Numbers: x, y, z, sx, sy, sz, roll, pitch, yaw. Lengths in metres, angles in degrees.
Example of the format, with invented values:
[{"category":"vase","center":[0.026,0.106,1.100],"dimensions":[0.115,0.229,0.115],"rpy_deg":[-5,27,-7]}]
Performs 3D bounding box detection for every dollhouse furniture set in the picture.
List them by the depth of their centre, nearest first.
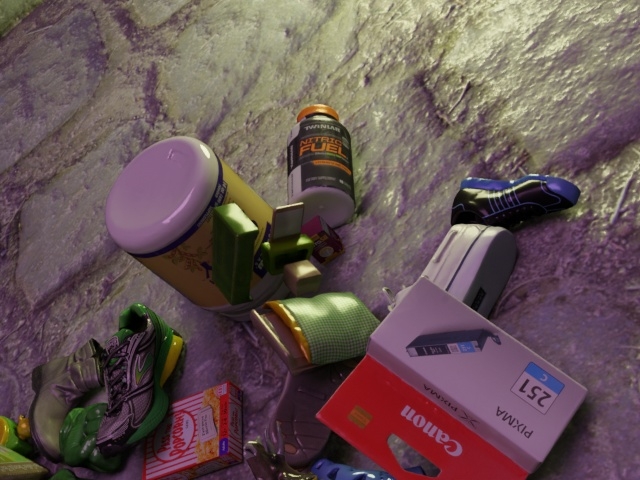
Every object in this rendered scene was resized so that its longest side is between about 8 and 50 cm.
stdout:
[{"category":"dollhouse furniture set","center":[-0.030,0.063,1.607],"dimensions":[0.197,0.151,0.301],"rpy_deg":[-13,38,-29]}]

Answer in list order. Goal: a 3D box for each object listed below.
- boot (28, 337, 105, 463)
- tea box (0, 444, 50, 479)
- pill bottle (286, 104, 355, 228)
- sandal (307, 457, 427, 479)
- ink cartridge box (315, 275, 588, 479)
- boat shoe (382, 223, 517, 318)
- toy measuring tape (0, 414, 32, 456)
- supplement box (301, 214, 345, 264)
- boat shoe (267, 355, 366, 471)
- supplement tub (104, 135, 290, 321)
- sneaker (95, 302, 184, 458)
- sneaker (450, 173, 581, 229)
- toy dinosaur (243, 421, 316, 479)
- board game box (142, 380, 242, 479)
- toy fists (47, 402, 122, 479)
[{"category":"boot","center":[-0.506,0.317,1.974],"dimensions":[0.161,0.083,0.246],"rpy_deg":[-27,48,11]},{"category":"tea box","center":[-0.720,0.449,1.757],"dimensions":[0.323,0.329,0.220],"rpy_deg":[26,80,5]},{"category":"pill bottle","center":[-0.002,-0.152,1.901],"dimensions":[0.130,0.130,0.245],"rpy_deg":[-22,48,23]},{"category":"sandal","center":[0.117,0.391,1.430],"dimensions":[0.317,0.126,0.138],"rpy_deg":[18,60,38]},{"category":"ink cartridge box","center":[0.186,0.231,1.377],"dimensions":[0.296,0.066,0.261],"rpy_deg":[35,63,15]},{"category":"boat shoe","center":[0.167,0.117,1.573],"dimensions":[0.156,0.136,0.367],"rpy_deg":[15,66,42]},{"category":"toy measuring tape","center":[-0.715,0.457,2.001],"dimensions":[0.330,0.121,0.121],"rpy_deg":[-37,44,9]},{"category":"supplement box","center":[0.000,0.000,1.820],"dimensions":[0.055,0.083,0.043],"rpy_deg":[-32,45,15]},{"category":"boat shoe","center":[-0.010,0.249,1.612],"dimensions":[0.123,0.116,0.324],"rpy_deg":[25,49,8]},{"category":"supplement tub","center":[-0.210,-0.012,1.808],"dimensions":[0.241,0.331,0.241],"rpy_deg":[-20,49,25]},{"category":"sneaker","center":[-0.365,0.260,1.808],"dimensions":[0.134,0.146,0.343],"rpy_deg":[-27,32,21]},{"category":"sneaker","center":[0.322,-0.054,1.627],"dimensions":[0.232,0.081,0.090],"rpy_deg":[0,62,45]},{"category":"toy dinosaur","center":[-0.052,0.442,1.426],"dimensions":[0.121,0.313,0.160],"rpy_deg":[10,36,32]},{"category":"board game box","center":[-0.232,0.356,1.759],"dimensions":[0.193,0.045,0.147],"rpy_deg":[-24,46,22]},{"category":"toy fists","center":[-0.454,0.437,1.832],"dimensions":[0.142,0.096,0.279],"rpy_deg":[-1,57,35]}]
